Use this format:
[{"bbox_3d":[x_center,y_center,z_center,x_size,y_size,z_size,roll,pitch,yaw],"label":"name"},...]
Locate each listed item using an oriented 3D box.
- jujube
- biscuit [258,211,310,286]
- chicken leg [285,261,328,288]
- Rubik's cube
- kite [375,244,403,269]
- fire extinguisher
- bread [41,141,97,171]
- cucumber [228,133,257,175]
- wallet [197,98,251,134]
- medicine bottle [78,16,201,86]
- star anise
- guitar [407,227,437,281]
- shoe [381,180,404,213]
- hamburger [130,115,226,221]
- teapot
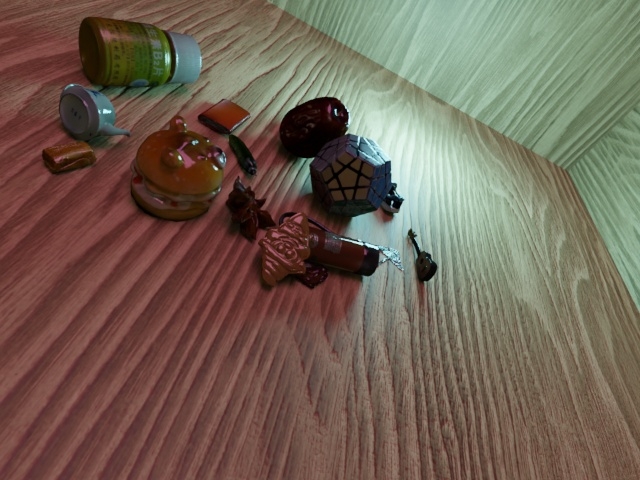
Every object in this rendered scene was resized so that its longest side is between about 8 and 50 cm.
[{"bbox_3d":[-0.023,-0.448,1.682,0.223,0.318,0.222,8,76,-36],"label":"jujube"},{"bbox_3d":[-0.100,0.021,1.247,0.163,0.035,0.250,28,69,-12],"label":"biscuit"},{"bbox_3d":[-0.067,0.101,1.293,0.205,0.053,0.093,5,62,-22],"label":"chicken leg"},{"bbox_3d":[0.113,-0.240,1.589,0.264,0.318,0.319,22,32,31],"label":"Rubik's cube"},{"bbox_3d":[0.255,0.062,1.571,0.139,0.011,0.157,43,40,17],"label":"kite"},{"bbox_3d":[-0.004,0.010,1.390,0.377,0.113,0.200,15,18,-21],"label":"fire extinguisher"},{"bbox_3d":[-0.720,-0.241,1.214,0.074,0.053,0.132,38,39,14],"label":"bread"},{"bbox_3d":[-0.282,-0.314,1.576,0.056,0.056,0.250,-4,50,-36],"label":"cucumber"},{"bbox_3d":[-0.384,-0.499,1.707,0.143,0.045,0.204,28,39,-2],"label":"wallet"},{"bbox_3d":[-0.665,-0.692,1.585,0.385,0.224,0.224,-18,60,-44],"label":"medicine bottle"},{"bbox_3d":[-0.233,-0.099,1.341,0.196,0.111,0.212,51,8,-6],"label":"star anise"},{"bbox_3d":[0.384,0.046,1.631,0.038,0.083,0.271,20,34,-20],"label":"guitar"},{"bbox_3d":[0.288,-0.210,1.801,0.092,0.106,0.207,0,43,-35],"label":"shoe"},{"bbox_3d":[-0.413,-0.218,1.250,0.277,0.236,0.276,17,44,-18],"label":"hamburger"},{"bbox_3d":[-0.710,-0.400,1.318,0.232,0.159,0.159,45,40,2],"label":"teapot"}]
